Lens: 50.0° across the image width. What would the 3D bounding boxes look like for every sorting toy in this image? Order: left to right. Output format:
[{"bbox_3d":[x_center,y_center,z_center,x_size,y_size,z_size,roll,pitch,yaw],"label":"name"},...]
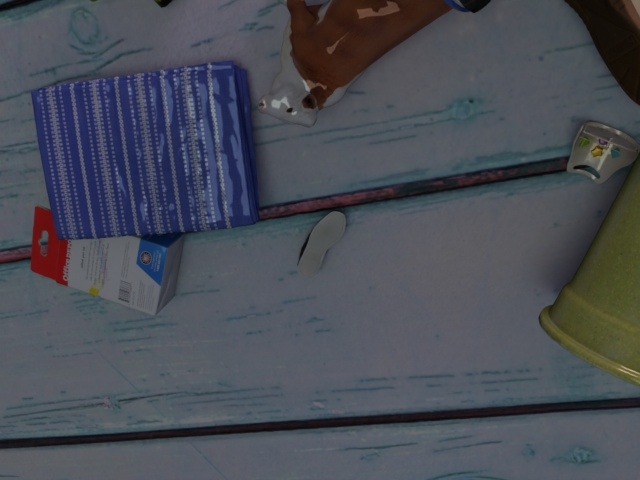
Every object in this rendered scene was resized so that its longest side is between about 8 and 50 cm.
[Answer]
[{"bbox_3d":[0.370,-0.114,0.918,0.083,0.045,0.075,23,124,3],"label":"sorting toy"}]

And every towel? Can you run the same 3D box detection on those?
[{"bbox_3d":[-0.262,-0.129,1.035,0.336,0.040,0.243,-4,100,12],"label":"towel"}]

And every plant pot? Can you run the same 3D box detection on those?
[{"bbox_3d":[0.450,0.030,0.857,0.276,0.276,0.253,17,105,7],"label":"plant pot"}]

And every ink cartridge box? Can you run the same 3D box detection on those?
[{"bbox_3d":[-0.354,0.020,1.140,0.231,0.078,0.134,19,115,6],"label":"ink cartridge box"}]

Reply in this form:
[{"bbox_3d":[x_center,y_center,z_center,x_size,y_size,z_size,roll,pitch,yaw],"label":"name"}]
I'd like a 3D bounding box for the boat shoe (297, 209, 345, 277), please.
[{"bbox_3d":[0.000,0.000,1.063,0.046,0.038,0.125,18,119,-15],"label":"boat shoe"}]

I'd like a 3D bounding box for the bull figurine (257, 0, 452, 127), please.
[{"bbox_3d":[0.027,-0.288,0.893,0.310,0.101,0.188,-31,96,19],"label":"bull figurine"}]

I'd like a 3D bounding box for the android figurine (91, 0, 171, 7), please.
[{"bbox_3d":[-0.284,-0.456,0.928,0.273,0.056,0.248,43,117,-8],"label":"android figurine"}]

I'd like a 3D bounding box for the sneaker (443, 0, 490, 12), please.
[{"bbox_3d":[0.086,-0.394,0.757,0.130,0.147,0.330,-40,101,-10],"label":"sneaker"}]

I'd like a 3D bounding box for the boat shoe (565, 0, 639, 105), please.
[{"bbox_3d":[0.359,-0.326,0.801,0.123,0.123,0.342,-32,92,-6],"label":"boat shoe"}]
